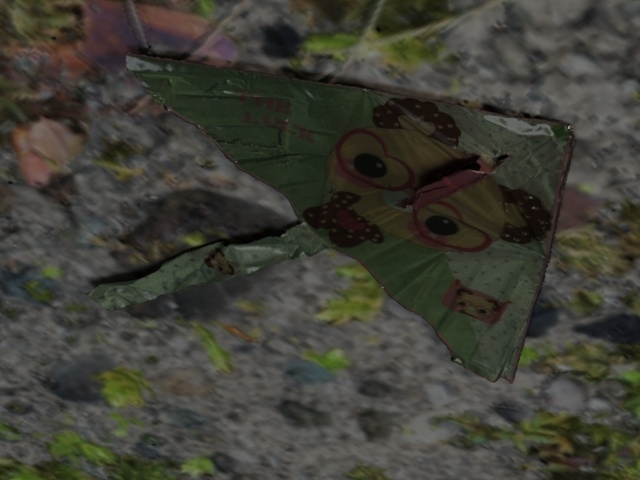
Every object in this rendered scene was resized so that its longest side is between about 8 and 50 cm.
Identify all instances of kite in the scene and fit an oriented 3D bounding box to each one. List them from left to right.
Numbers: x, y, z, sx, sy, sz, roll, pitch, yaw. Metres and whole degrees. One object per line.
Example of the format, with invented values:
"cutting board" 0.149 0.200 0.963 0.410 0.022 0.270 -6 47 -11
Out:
"kite" 0.000 -0.001 0.752 0.250 0.012 0.229 -19 130 39
